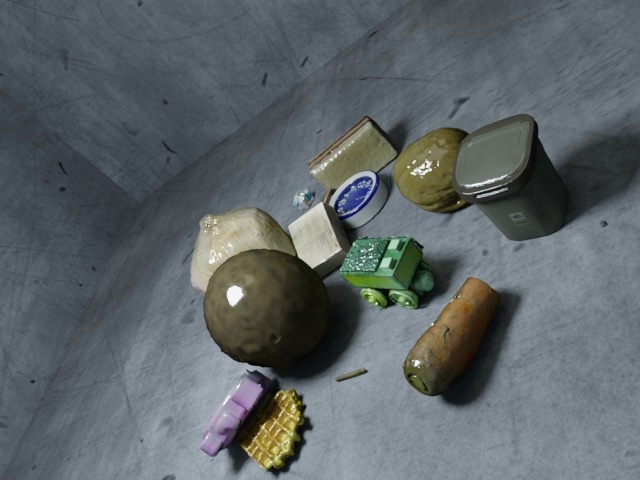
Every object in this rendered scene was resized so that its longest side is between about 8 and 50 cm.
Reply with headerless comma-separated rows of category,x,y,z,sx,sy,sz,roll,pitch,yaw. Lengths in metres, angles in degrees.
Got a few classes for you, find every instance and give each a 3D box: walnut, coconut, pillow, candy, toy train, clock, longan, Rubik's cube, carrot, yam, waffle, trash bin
walnut,0.364,-0.213,1.779,0.282,0.227,0.283,-4,83,33
coconut,-0.295,0.055,2.100,0.404,0.404,0.405,-33,31,23
pillow,-0.013,-0.113,2.278,0.211,0.034,0.135,-51,13,49
candy,0.126,-0.319,2.272,0.320,0.179,0.135,-36,28,16
toy train,0.191,0.090,1.655,0.271,0.188,0.159,-1,53,50
clock,-0.250,0.506,1.720,0.248,0.090,0.227,-57,-7,-2
clock,0.137,-0.149,2.144,0.230,0.083,0.230,-31,31,21
longan,-0.166,0.213,1.770,0.391,0.391,0.391,-33,31,23
Rubik's cube,-0.081,-0.175,2.472,0.084,0.073,0.075,-23,35,32
carrot,0.316,0.231,1.374,0.302,0.139,0.138,-47,28,-17
yam,0.083,0.374,1.617,0.107,0.014,0.014,-27,34,32
waffle,-0.120,0.526,1.647,0.219,0.057,0.229,-54,28,-15
trash bin,0.495,-0.146,1.485,0.219,0.250,0.219,-13,44,46

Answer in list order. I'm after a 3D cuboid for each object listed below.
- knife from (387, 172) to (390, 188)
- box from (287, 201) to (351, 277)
knife,0.254,-0.221,2.155,0.014,0.005,0.091,-31,33,33
box,0.000,0.000,2.038,0.168,0.095,0.212,-35,57,23
